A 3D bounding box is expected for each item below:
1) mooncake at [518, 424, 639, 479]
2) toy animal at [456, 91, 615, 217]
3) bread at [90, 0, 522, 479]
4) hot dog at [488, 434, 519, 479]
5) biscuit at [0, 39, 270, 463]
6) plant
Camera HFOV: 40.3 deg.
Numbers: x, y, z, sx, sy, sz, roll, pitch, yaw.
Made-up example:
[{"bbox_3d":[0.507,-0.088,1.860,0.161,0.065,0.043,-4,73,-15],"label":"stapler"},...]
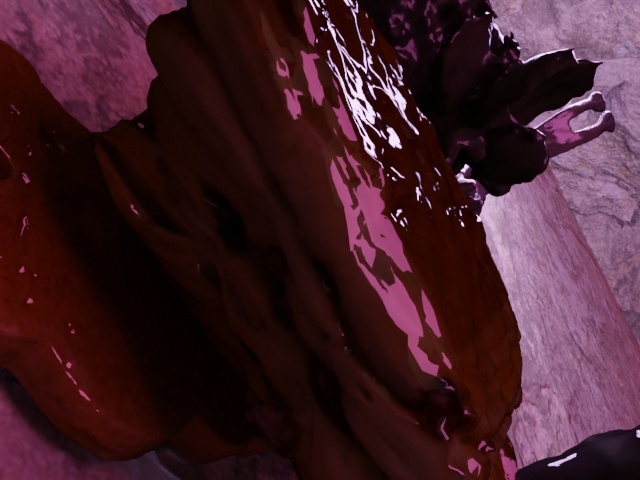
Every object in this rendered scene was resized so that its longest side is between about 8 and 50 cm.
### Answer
[{"bbox_3d":[0.302,0.400,0.832,0.350,0.212,0.381,56,22,-29],"label":"mooncake"},{"bbox_3d":[0.199,-0.071,1.007,0.225,0.284,0.302,64,22,-5],"label":"toy animal"},{"bbox_3d":[0.000,0.000,0.549,0.324,0.167,0.277,66,19,4],"label":"bread"},{"bbox_3d":[0.077,0.177,0.711,0.196,0.122,0.272,32,38,-47],"label":"hot dog"},{"bbox_3d":[-0.135,0.024,0.519,0.334,0.047,0.202,43,31,-34],"label":"biscuit"},{"bbox_3d":[0.086,-0.131,0.791,0.312,0.215,0.213,34,-4,30],"label":"plant"}]
